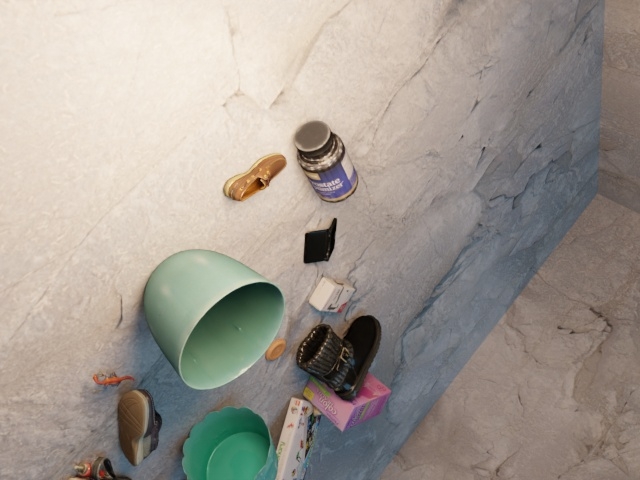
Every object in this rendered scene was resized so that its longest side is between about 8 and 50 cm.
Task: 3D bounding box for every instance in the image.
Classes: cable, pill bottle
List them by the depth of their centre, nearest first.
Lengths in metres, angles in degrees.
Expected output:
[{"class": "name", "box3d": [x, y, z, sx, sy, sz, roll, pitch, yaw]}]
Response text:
[{"class": "pill bottle", "box3d": [0.013, -0.200, 1.553, 0.123, 0.123, 0.219, -48, 147, -10]}, {"class": "cable", "box3d": [-0.585, 0.643, 1.653, 0.139, 0.072, 0.287, -67, 162, -12]}]

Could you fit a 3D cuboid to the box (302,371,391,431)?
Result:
[{"class": "box", "box3d": [0.101, 0.568, 2.287, 0.243, 0.213, 0.117, -5, 124, -49]}]

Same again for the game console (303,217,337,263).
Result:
[{"class": "game console", "box3d": [0.000, 0.000, 1.824, 0.107, 0.071, 0.122, -64, 164, -48]}]

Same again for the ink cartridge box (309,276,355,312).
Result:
[{"class": "ink cartridge box", "box3d": [0.039, 0.179, 1.996, 0.135, 0.056, 0.099, 14, 109, -56]}]

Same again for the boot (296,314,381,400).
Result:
[{"class": "boot", "box3d": [0.072, 0.352, 2.134, 0.260, 0.131, 0.348, 46, 48, -28]}]

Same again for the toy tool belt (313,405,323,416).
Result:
[{"class": "toy tool belt", "box3d": [0.007, 0.623, 2.279, 0.083, 0.051, 0.052, 8, 149, -41]}]

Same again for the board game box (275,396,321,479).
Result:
[{"class": "board game box", "box3d": [-0.086, 0.744, 2.252, 0.193, 0.053, 0.305, 42, 60, -57]}]

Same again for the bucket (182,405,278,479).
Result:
[{"class": "bucket", "box3d": [-0.264, 0.663, 1.865, 0.281, 0.281, 0.183, -41, 145, -20]}]

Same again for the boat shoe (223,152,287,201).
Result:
[{"class": "boat shoe", "box3d": [-0.144, -0.145, 1.459, 0.178, 0.060, 0.064, -36, 143, -26]}]

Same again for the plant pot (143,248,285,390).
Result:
[{"class": "plant pot", "box3d": [-0.266, 0.156, 1.418, 0.293, 0.235, 0.293, -32, 141, -30]}]

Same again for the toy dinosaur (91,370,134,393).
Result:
[{"class": "toy dinosaur", "box3d": [-0.496, 0.324, 1.438, 0.090, 0.047, 0.082, -17, 170, -3]}]

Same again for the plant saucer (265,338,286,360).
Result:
[{"class": "plant saucer", "box3d": [-0.141, 0.352, 1.965, 0.083, 0.013, 0.083, -32, 141, -30]}]

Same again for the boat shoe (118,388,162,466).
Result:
[{"class": "boat shoe", "box3d": [-0.461, 0.475, 1.595, 0.092, 0.103, 0.285, -27, 143, -43]}]
